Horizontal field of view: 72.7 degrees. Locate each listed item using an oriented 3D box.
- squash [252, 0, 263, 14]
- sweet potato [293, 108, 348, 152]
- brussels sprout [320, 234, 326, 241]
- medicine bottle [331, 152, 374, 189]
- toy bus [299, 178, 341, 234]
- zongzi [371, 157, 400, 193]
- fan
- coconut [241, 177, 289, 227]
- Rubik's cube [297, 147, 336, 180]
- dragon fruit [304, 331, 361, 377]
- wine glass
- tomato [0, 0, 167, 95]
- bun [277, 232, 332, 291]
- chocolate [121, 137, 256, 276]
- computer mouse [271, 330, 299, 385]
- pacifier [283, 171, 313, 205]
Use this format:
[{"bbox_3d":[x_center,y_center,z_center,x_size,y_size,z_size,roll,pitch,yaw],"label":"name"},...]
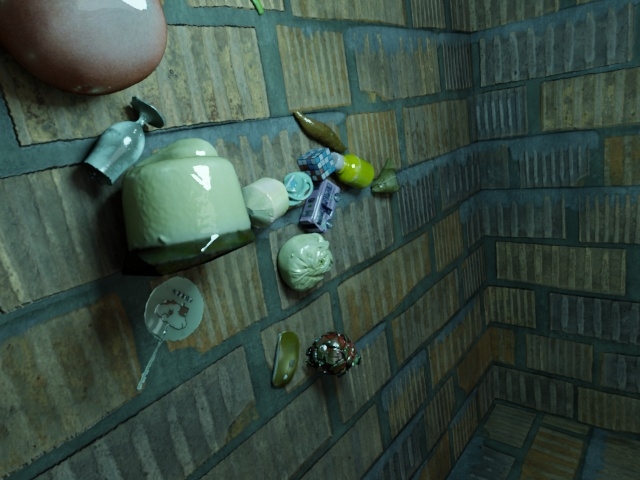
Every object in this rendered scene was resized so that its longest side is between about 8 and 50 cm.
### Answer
[{"bbox_3d":[-0.210,-0.776,1.408,0.089,0.027,0.027,51,56,-40],"label":"squash"},{"bbox_3d":[0.017,-0.409,1.663,0.314,0.072,0.066,19,64,-46],"label":"sweet potato"},{"bbox_3d":[0.001,0.001,1.691,0.046,0.051,0.083,-52,134,2],"label":"brussels sprout"},{"bbox_3d":[0.112,-0.288,1.742,0.212,0.122,0.122,16,81,-48],"label":"medicine bottle"},{"bbox_3d":[-0.004,-0.127,1.641,0.108,0.096,0.199,33,66,-41],"label":"toy bus"},{"bbox_3d":[0.288,-0.301,1.989,0.160,0.078,0.176,-5,87,-49],"label":"zongzi"},{"bbox_3d":[-0.439,0.262,1.230,0.191,0.009,0.329,42,62,-43],"label":"fan"},{"bbox_3d":[-0.188,-0.118,1.392,0.153,0.147,0.147,-41,122,-48],"label":"coconut"},{"bbox_3d":[-0.014,-0.282,1.619,0.092,0.092,0.092,-44,124,-38],"label":"Rubik's cube"},{"bbox_3d":[0.051,0.444,1.697,0.188,0.182,0.182,38,64,-54],"label":"dragon fruit"},{"bbox_3d":[-0.485,-0.244,1.070,0.103,0.103,0.222,49,56,-39],"label":"wine glass"},{"bbox_3d":[-0.496,-0.485,0.906,0.341,0.273,0.341,-5,97,-50],"label":"tomato"},{"bbox_3d":[-0.042,0.075,1.579,0.229,0.145,0.229,-2,92,-52],"label":"bun"},{"bbox_3d":[-0.356,-0.089,1.092,0.326,0.314,0.297,-29,106,-40],"label":"chocolate"},{"bbox_3d":[-0.126,0.431,1.580,0.102,0.045,0.199,16,80,-46],"label":"computer mouse"},{"bbox_3d":[-0.084,-0.169,1.547,0.116,0.127,0.150,76,30,-56],"label":"pacifier"}]
